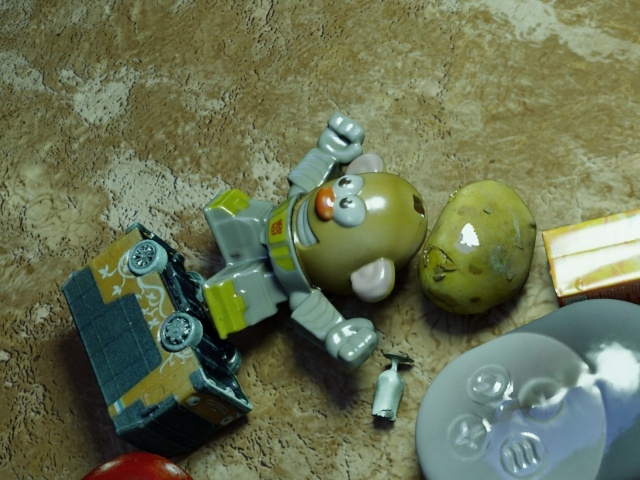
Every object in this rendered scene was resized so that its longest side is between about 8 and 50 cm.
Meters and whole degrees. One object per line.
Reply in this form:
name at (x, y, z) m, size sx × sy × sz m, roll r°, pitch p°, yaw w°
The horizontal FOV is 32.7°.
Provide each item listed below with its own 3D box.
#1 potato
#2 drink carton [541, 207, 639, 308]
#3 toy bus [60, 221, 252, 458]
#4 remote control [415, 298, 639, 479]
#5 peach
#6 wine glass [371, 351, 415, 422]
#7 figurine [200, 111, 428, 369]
potato at (0.196, 0.009, 1.338) m, size 0.137 × 0.137 × 0.176 m, roll 22°, pitch 83°, yaw 29°
drink carton at (0.384, 0.017, 1.295) m, size 0.222 × 0.071 × 0.096 m, roll -14°, pitch 58°, yaw 12°
toy bus at (-0.216, 0.134, 1.418) m, size 0.167 × 0.138 × 0.275 m, roll -36°, pitch 55°, yaw 7°
remote control at (0.264, 0.193, 1.226) m, size 0.332 × 0.103 × 0.221 m, roll -25°, pitch 59°, yaw 4°
peach at (-0.223, 0.340, 1.292) m, size 0.197 × 0.197 × 0.197 m, roll -9°, pitch 60°, yaw 16°
wine glass at (0.088, 0.181, 1.340) m, size 0.039 × 0.042 × 0.083 m, roll -21°, pitch 51°, yaw 56°
figurine at (0.000, -0.001, 1.389) m, size 0.284 × 0.167 × 0.343 m, roll -13°, pitch 80°, yaw 22°
